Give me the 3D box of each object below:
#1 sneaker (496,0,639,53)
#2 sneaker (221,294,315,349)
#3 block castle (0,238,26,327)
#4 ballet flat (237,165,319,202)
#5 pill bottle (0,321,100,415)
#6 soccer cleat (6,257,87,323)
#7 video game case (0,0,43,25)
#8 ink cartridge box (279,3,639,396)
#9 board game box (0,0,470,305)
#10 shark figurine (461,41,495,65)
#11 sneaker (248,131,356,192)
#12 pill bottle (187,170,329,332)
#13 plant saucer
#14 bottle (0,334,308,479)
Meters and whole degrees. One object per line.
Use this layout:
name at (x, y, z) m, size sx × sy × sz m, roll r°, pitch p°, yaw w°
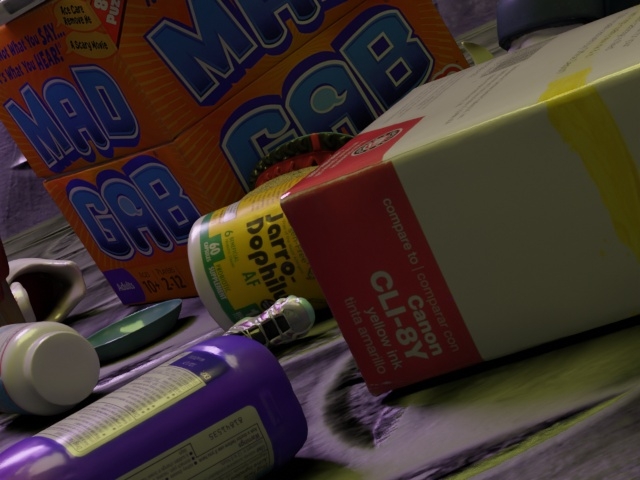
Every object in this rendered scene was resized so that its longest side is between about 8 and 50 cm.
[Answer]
sneaker at (0.184, -0.151, 1.659) m, size 0.130 × 0.236 × 0.322 m, roll -17°, pitch 11°, yaw 44°
sneaker at (-0.053, 0.083, 1.580) m, size 0.098 × 0.038 × 0.069 m, roll -30°, pitch 4°, yaw 40°
block castle at (-0.527, 0.136, 1.977) m, size 0.453 × 0.213 × 0.303 m, roll -25°, pitch 8°, yaw -5°
ballet flat at (0.022, -0.022, 1.799) m, size 0.316 × 0.108 × 0.106 m, roll -22°, pitch 15°, yaw 24°
pill bottle at (-0.261, 0.118, 1.762) m, size 0.087 × 0.087 × 0.160 m, roll -28°, pitch 10°, yaw -25°
soccer cleat at (-0.419, 0.100, 2.226) m, size 0.331 × 0.116 × 0.143 m, roll -30°, pitch 10°, yaw -38°
video game case at (-0.225, -0.300, 1.958) m, size 0.285 × 0.025 × 0.204 m, roll -23°, pitch 16°, yaw 35°
ink cartridge box at (0.210, -0.060, 1.283) m, size 0.384 × 0.160 × 0.279 m, roll -20°, pitch 10°, yaw 29°
board game box at (-0.111, -0.180, 2.113) m, size 0.356 × 0.356 × 0.356 m, roll -38°, pitch 14°, yaw -27°
shark figurine at (0.149, -0.164, 2.232) m, size 0.166 × 0.278 × 0.116 m, roll -80°, pitch 9°, yaw -46°
sneaker at (0.057, -0.061, 1.934) m, size 0.261 × 0.104 × 0.125 m, roll -7°, pitch 0°, yaw -4°
pill bottle at (0.000, 0.000, 1.657) m, size 0.208 × 0.118 × 0.117 m, roll -21°, pitch 9°, yaw 20°
plant saucer at (-0.191, 0.094, 1.938) m, size 0.119 × 0.021 × 0.119 m, roll -24°, pitch 8°, yaw 3°
bottle at (-0.147, 0.157, 1.176) m, size 0.282 × 0.092 × 0.118 m, roll -28°, pitch 9°, yaw -25°
